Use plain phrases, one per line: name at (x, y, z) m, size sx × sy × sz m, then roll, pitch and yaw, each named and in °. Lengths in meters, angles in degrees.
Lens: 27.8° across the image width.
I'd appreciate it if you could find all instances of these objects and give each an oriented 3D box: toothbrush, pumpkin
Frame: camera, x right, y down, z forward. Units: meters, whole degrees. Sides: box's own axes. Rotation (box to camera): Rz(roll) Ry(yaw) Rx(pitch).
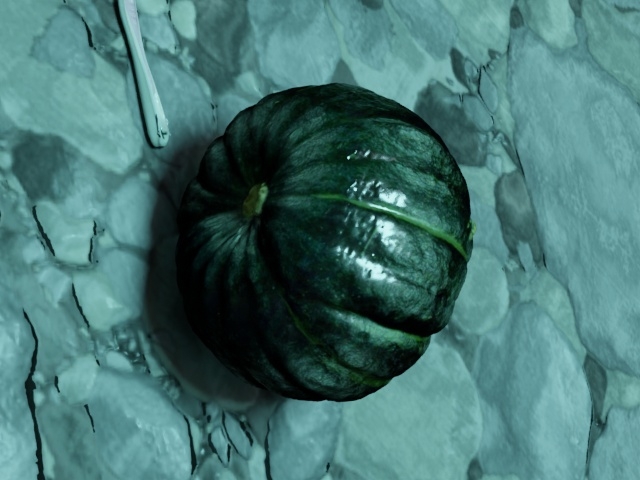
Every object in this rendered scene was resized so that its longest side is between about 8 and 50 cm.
toothbrush at (-0.137, -0.167, 0.950) m, size 0.017 × 0.022 × 0.204 m, roll -4°, pitch 80°, yaw -60°
pumpkin at (0.000, 0.000, 0.888) m, size 0.162 × 0.220 × 0.220 m, roll 32°, pitch 56°, yaw -44°
